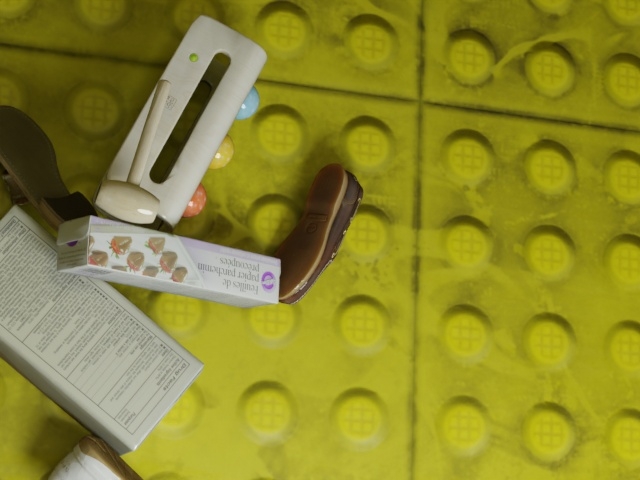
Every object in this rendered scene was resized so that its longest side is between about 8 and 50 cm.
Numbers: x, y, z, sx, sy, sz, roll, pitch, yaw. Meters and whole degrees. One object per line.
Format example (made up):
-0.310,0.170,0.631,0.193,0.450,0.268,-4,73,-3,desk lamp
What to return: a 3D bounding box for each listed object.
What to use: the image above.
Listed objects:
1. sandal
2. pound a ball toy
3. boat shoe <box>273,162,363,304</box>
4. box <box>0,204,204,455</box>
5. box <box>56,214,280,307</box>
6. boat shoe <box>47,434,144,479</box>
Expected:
-0.370,-0.067,1.936,0.088,0.079,0.240,-9,49,-44,sandal
-0.174,-0.129,1.946,0.136,0.208,0.319,29,70,-9,pound a ball toy
0.000,0.000,2.049,0.073,0.073,0.207,44,70,-48,boat shoe
-0.314,0.116,1.893,0.311,0.121,0.148,42,70,-5,box
-0.185,0.030,1.905,0.324,0.067,0.063,14,73,-45,box
-0.227,0.367,1.891,0.096,0.098,0.277,-42,98,3,boat shoe
